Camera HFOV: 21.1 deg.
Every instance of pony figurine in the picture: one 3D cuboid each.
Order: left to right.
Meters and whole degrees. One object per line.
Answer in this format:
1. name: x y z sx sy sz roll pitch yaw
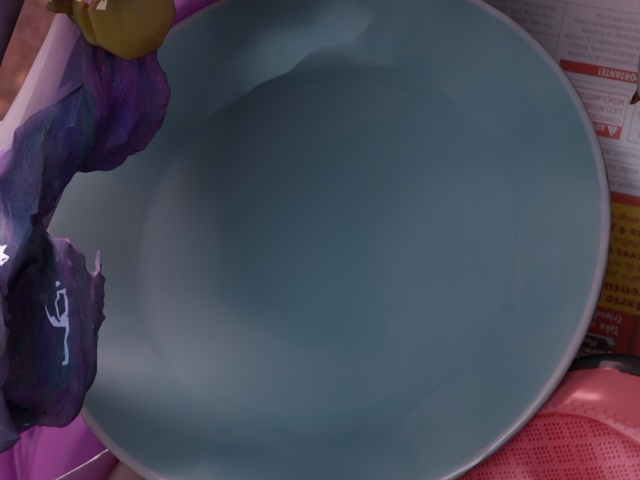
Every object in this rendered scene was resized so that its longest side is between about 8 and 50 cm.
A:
1. pony figurine: -0.065 -0.124 0.473 0.351 0.303 0.363 38 102 47

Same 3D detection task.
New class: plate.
1. plate: 0.000 0.000 0.552 0.188 0.024 0.188 -6 67 14

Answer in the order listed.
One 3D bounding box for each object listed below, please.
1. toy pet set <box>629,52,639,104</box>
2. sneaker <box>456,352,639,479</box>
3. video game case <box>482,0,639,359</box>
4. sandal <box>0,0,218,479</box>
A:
1. toy pet set: 0.160 -0.035 0.545 0.122 0.065 0.114 -10 78 -17
2. sneaker: 0.021 0.175 0.520 0.116 0.136 0.314 38 105 15
3. video game case: 0.124 0.018 0.587 0.204 0.025 0.285 13 87 19
4. sandal: -0.132 0.049 0.623 0.169 0.102 0.416 38 93 19
